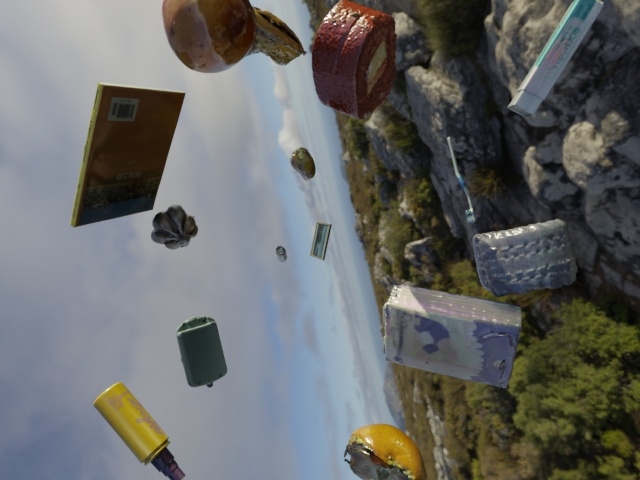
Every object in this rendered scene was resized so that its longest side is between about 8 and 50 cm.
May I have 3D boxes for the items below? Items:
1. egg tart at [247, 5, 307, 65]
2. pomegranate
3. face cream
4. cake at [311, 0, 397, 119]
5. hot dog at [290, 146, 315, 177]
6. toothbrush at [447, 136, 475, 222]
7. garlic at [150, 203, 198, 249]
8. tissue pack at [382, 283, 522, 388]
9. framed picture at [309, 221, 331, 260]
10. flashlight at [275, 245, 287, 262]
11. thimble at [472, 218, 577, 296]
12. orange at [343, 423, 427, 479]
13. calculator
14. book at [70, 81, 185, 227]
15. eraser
[{"bbox_3d":[-0.180,-0.581,1.237,0.297,0.297,0.132,-95,30,-73],"label":"egg tart"},{"bbox_3d":[-0.225,-0.434,0.854,0.191,0.191,0.191,-13,-90,-88],"label":"pomegranate"},{"bbox_3d":[-0.420,0.463,1.009,0.273,0.078,0.078,45,178,8],"label":"face cream"},{"bbox_3d":[0.085,-0.425,1.046,0.177,0.151,0.283,-59,-17,-13],"label":"cake"},{"bbox_3d":[-0.049,-0.235,1.315,0.083,0.068,0.289,50,180,-3],"label":"hot dog"},{"bbox_3d":[0.610,-0.264,1.842,0.040,0.040,0.386,-14,-90,-88],"label":"toothbrush"},{"bbox_3d":[-0.417,-0.022,1.219,0.127,0.131,0.194,42,-174,-31],"label":"garlic"},{"bbox_3d":[0.347,0.259,1.165,0.125,0.344,0.242,-57,-31,-47],"label":"tissue pack"},{"bbox_3d":[0.000,0.000,1.737,0.109,0.011,0.149,14,93,59],"label":"framed picture"},{"bbox_3d":[-0.081,0.029,0.889,0.018,0.018,0.083,-58,-5,-12],"label":"flashlight"},{"bbox_3d":[0.526,0.045,1.104,0.205,0.236,0.172,120,140,-83],"label":"thimble"},{"bbox_3d":[0.132,0.427,0.840,0.170,0.160,0.112,55,-133,-37],"label":"orange"},{"bbox_3d":[-0.401,0.379,1.442,0.045,0.141,0.246,-15,89,57],"label":"calculator"},{"bbox_3d":[-0.493,-0.217,1.102,0.373,0.028,0.262,-63,-14,24],"label":"book"},{"bbox_3d":[0.472,-0.368,0.869,0.225,0.052,0.095,-62,-7,19],"label":"eraser"}]
